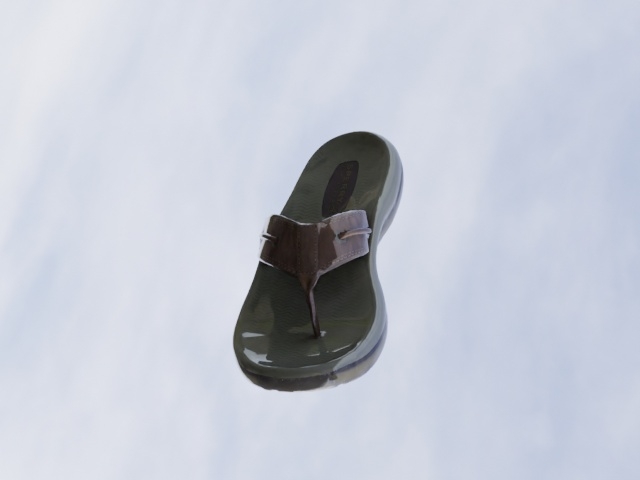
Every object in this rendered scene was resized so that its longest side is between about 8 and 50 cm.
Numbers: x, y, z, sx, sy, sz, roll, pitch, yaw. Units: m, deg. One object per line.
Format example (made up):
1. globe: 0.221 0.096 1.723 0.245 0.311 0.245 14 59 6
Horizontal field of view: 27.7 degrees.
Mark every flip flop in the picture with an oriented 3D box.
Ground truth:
1. flip flop: 0.000 0.000 0.932 0.112 0.080 0.277 -3 -138 19
